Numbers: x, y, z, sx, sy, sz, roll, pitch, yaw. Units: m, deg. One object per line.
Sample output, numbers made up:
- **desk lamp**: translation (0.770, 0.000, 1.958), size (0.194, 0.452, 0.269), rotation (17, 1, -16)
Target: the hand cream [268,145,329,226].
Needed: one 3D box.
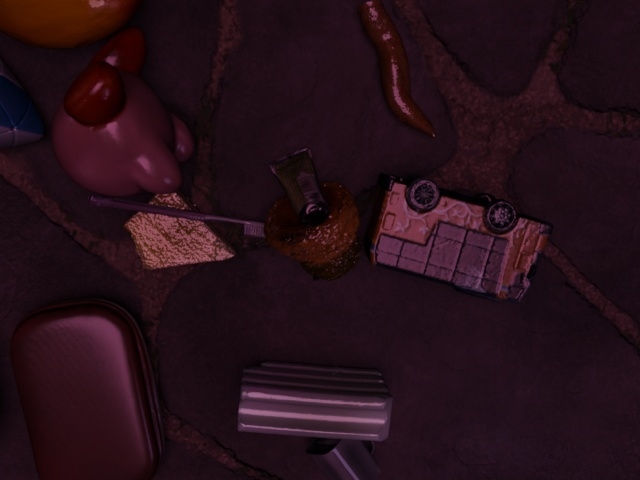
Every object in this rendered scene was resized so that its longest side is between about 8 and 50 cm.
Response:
- **hand cream**: translation (-0.033, -0.101, 1.265), size (0.086, 0.235, 0.055), rotation (-22, 128, -1)

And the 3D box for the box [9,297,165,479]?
- **box**: translation (-0.452, 0.312, 1.347), size (0.263, 0.108, 0.404), rotation (-9, 99, -2)

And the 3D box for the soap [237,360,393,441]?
- **soap**: translation (-0.012, 0.312, 1.343), size (0.289, 0.173, 0.095), rotation (5, 98, -5)

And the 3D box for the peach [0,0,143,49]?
- **peach**: translation (-0.463, -0.464, 1.156), size (0.308, 0.289, 0.289), rotation (22, 98, -40)

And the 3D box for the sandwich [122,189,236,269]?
- **sandwich**: translation (-0.285, 0.007, 1.341), size (0.162, 0.058, 0.193), rotation (-43, 100, 5)

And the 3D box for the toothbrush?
- **toothbrush**: translation (-0.251, -0.043, 1.278), size (0.354, 0.024, 0.029), rotation (9, 79, -31)

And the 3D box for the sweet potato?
- **sweet potato**: translation (0.143, -0.319, 1.318), size (0.067, 0.059, 0.281), rotation (-24, 102, -21)

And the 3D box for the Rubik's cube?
- **Rubik's cube**: translation (-0.615, -0.268, 1.250), size (0.254, 0.254, 0.255), rotation (-1, 98, -4)

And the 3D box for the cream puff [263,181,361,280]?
- **cream puff**: translation (0.000, 0.000, 1.320), size (0.183, 0.183, 0.169), rotation (-26, 125, 0)

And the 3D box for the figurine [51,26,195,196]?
- **figurine**: translation (-0.372, -0.199, 1.218), size (0.211, 0.270, 0.261), rotation (-18, 124, 12)

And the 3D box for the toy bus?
- **toy bus**: translation (0.254, -0.008, 1.322), size (0.323, 0.162, 0.194), rotation (16, 98, -4)

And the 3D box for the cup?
- **cup**: translation (0.056, 0.433, 1.409), size (0.128, 0.095, 0.129), rotation (-43, 105, -36)
